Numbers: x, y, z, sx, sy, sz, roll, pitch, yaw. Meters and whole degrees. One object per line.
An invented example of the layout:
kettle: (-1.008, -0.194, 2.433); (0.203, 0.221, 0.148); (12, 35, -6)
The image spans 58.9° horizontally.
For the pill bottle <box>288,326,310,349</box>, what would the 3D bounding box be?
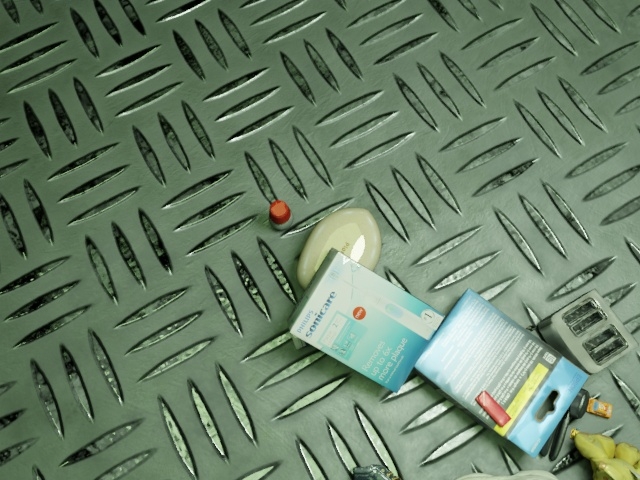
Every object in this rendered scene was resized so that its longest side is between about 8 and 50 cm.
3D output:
pill bottle: (-0.015, 0.224, 1.423); (0.120, 0.067, 0.067); (-19, 71, -4)

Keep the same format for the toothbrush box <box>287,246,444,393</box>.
toothbrush box: (0.101, 0.182, 1.332); (0.295, 0.126, 0.216); (32, 90, -7)

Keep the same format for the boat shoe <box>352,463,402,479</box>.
boat shoe: (0.163, 0.558, 1.300); (0.183, 0.065, 0.083); (-4, 72, 2)

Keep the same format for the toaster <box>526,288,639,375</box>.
toaster: (0.638, 0.227, 1.371); (0.186, 0.110, 0.168); (-29, 71, -7)

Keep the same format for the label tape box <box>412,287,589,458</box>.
label tape box: (0.416, 0.313, 1.353); (0.334, 0.106, 0.240); (38, 77, 13)

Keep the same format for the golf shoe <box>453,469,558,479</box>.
golf shoe: (0.396, 0.571, 1.249); (0.306, 0.140, 0.115); (-12, 72, 0)

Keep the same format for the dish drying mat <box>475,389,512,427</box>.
dish drying mat: (0.389, 0.378, 1.272); (0.032, 0.008, 0.083); (-40, 74, -11)

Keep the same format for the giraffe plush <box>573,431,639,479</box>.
giraffe plush: (0.636, 0.550, 1.245); (0.181, 0.210, 0.170); (18, 102, 5)

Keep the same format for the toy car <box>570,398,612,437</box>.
toy car: (0.647, 0.428, 1.338); (0.060, 0.040, 0.122); (34, 75, 13)

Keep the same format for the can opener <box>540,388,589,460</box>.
can opener: (0.565, 0.425, 1.335); (0.059, 0.073, 0.186); (30, 84, 4)

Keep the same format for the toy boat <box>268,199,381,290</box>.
toy boat: (0.000, 0.000, 1.474); (0.318, 0.148, 0.267); (34, 81, 5)
